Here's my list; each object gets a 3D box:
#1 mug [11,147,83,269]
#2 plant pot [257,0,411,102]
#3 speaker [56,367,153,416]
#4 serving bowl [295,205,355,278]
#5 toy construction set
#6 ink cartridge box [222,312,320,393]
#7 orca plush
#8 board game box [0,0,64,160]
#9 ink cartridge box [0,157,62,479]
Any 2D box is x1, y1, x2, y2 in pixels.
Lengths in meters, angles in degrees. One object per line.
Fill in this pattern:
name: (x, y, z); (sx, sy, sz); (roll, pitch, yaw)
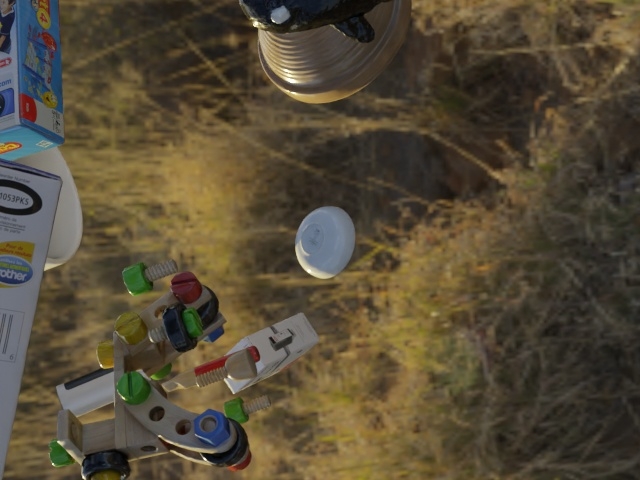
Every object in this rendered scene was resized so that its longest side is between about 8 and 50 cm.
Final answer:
mug: (-0.642, -0.082, 2.078); (0.276, 0.328, 0.374); (-65, -47, -66)
plant pot: (-0.003, -0.318, 1.664); (0.237, 0.110, 0.237); (-14, 63, 29)
speaker: (-0.316, 0.214, 1.793); (0.055, 0.136, 0.055); (158, 90, -85)
serving bowl: (0.000, 0.000, 1.376); (0.083, 0.027, 0.083); (-12, 72, 41)
toy construction set: (-0.213, 0.191, 1.516); (0.309, 0.237, 0.257); (35, -145, -77)
ink cartridge box: (-0.082, 0.176, 1.900); (0.056, 0.135, 0.099); (56, 131, 12)
orca plush: (0.048, -0.299, 1.507); (0.151, 0.287, 0.102); (18, 128, 61)
board game box: (-0.474, -0.235, 1.532); (0.308, 0.086, 0.302); (-13, 71, 24)
ink cartridge box: (-0.369, 0.050, 0.944); (0.151, 0.270, 0.395); (7, 84, 49)
